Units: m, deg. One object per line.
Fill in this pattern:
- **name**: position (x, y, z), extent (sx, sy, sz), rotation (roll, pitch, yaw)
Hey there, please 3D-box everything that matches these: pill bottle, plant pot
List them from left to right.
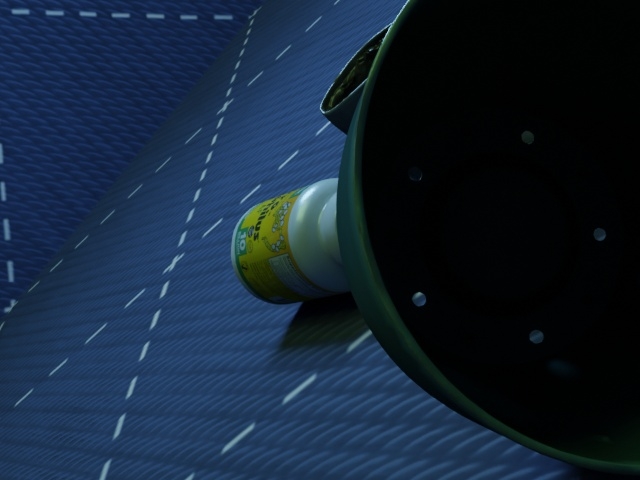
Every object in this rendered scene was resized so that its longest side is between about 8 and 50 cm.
- **pill bottle**: position (0.000, 0.000, 1.266), extent (0.117, 0.117, 0.208), rotation (-55, 19, -24)
- **plant pot**: position (0.142, -0.017, 0.721), extent (0.293, 0.293, 0.235), rotation (-50, 2, -11)

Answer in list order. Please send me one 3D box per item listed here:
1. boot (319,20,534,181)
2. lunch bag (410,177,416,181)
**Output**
- **boot**: position (0.130, -0.116, 1.057), extent (0.189, 0.208, 0.076), rotation (-48, 18, -2)
- **lunch bag**: position (0.141, -0.155, 1.322), extent (0.219, 0.090, 0.176), rotation (-53, 17, -20)
